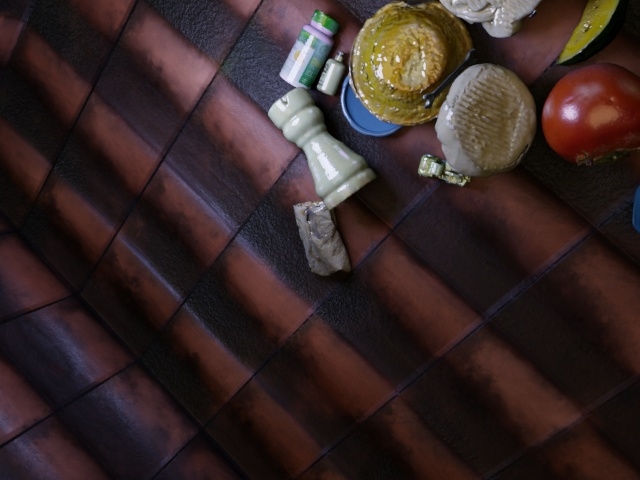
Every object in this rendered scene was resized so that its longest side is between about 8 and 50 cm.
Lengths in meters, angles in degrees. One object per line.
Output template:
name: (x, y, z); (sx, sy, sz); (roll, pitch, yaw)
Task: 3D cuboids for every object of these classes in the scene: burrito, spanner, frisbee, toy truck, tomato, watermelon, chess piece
burrito: (0.003, 0.000, 1.923); (0.190, 0.135, 0.332); (-12, 101, 16)
spanner: (0.424, -0.528, 1.538); (0.254, 0.054, 0.015); (-45, 43, -3)
frisbee: (0.218, -0.532, 1.751); (0.289, 0.049, 0.289); (1, 96, 11)
toy truck: (0.448, -0.251, 1.697); (0.191, 0.116, 0.085); (19, 107, 16)
tomato: (0.837, -0.382, 1.416); (0.321, 0.321, 0.321); (5, 104, 20)
watermelon: (0.861, -0.683, 1.453); (0.129, 0.123, 0.301); (34, 111, 34)
chess piece: (-0.003, -0.350, 1.763); (0.234, 0.234, 0.442); (-34, 95, 24)

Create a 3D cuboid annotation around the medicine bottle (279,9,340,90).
medicine bottle: (-0.037, -0.715, 1.769); (0.133, 0.133, 0.274); (36, 111, 10)

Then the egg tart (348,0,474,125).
egg tart: (0.305, -0.618, 1.609); (0.443, 0.178, 0.443); (1, 97, 10)

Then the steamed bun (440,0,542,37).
steamed bun: (0.582, -0.831, 1.450); (0.394, 0.237, 0.346); (10, 144, 32)

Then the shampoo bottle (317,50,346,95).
shampoo bottle: (0.050, -0.637, 1.781); (0.079, 0.079, 0.162); (29, 112, 13)

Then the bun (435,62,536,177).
bun: (0.533, -0.387, 1.559); (0.359, 0.211, 0.360); (-2, 101, -11)

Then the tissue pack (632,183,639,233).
tissue pack: (1.123, -0.100, 1.432); (0.287, 0.206, 0.198); (0, 111, 23)
